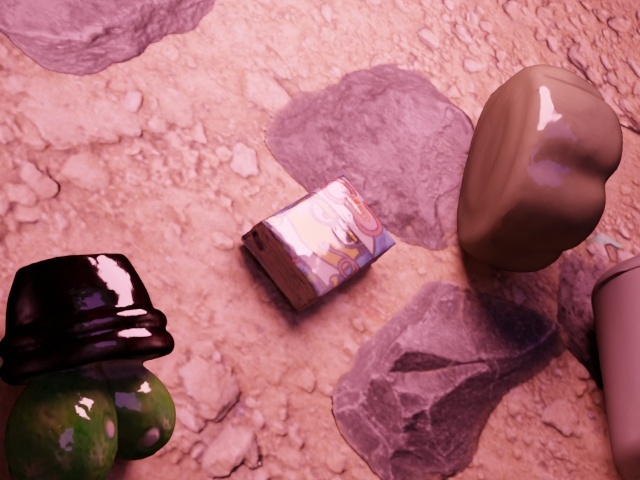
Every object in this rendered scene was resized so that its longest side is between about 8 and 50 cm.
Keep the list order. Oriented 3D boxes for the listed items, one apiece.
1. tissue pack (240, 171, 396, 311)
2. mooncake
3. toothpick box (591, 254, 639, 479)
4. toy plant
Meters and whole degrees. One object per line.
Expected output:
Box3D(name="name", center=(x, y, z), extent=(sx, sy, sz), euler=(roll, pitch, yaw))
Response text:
Box3D(name="tissue pack", center=(0.000, 0.000, 1.685), extent=(0.155, 0.065, 0.115), euler=(-33, 84, -40))
Box3D(name="mooncake", center=(0.270, -0.088, 1.780), extent=(0.135, 0.275, 0.275), euler=(18, 54, -14))
Box3D(name="toothpick box", center=(0.465, 0.183, 1.764), extent=(0.229, 0.229, 0.316), euler=(15, 57, -25))
Box3D(name="toy plant", center=(-0.231, 0.134, 1.388), extent=(0.218, 0.175, 0.235), euler=(0, 76, -60))
